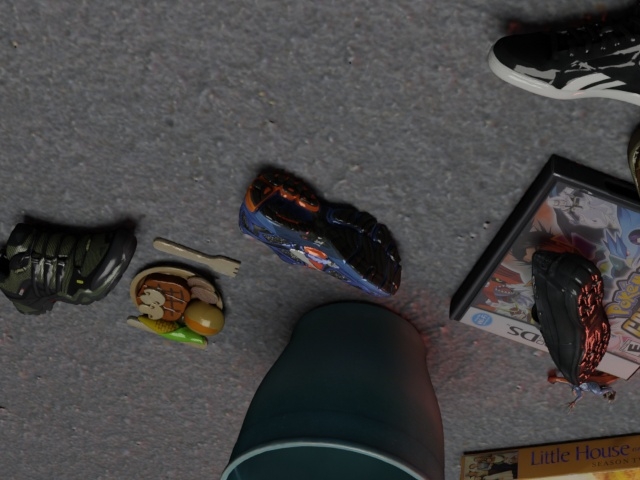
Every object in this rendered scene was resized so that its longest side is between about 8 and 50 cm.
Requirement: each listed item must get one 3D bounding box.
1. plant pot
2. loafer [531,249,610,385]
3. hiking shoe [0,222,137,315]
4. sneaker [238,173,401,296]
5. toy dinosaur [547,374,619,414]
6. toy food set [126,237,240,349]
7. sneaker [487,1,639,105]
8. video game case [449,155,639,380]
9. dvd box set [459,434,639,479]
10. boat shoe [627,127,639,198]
[{"bbox_3d":[0.033,0.226,1.407,0.272,0.255,0.271,7,137,6],"label":"plant pot"},{"bbox_3d":[0.285,0.088,1.301,0.078,0.076,0.223,30,155,35],"label":"loafer"},{"bbox_3d":[-0.333,0.025,1.401,0.227,0.086,0.114,-21,131,31],"label":"hiking shoe"},{"bbox_3d":[0.000,0.000,1.322,0.221,0.083,0.087,33,146,-13],"label":"sneaker"},{"bbox_3d":[0.342,0.184,1.468,0.082,0.047,0.090,29,101,-5],"label":"toy dinosaur"},{"bbox_3d":[-0.185,0.083,1.463,0.133,0.038,0.192,18,136,-7],"label":"toy food set"},{"bbox_3d":[0.275,-0.195,1.057,0.217,0.079,0.121,8,134,-8],"label":"sneaker"},{"bbox_3d":[0.319,0.043,1.316,0.248,0.035,0.274,20,136,-8],"label":"video game case"},{"bbox_3d":[0.448,0.394,1.630,0.421,0.062,0.307,-11,132,22],"label":"dvd box set"},{"bbox_3d":[0.407,0.020,1.175,0.111,0.104,0.307,-31,114,16],"label":"boat shoe"}]
